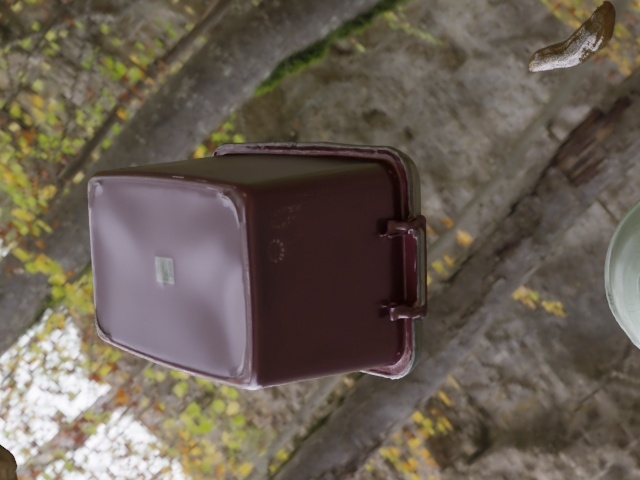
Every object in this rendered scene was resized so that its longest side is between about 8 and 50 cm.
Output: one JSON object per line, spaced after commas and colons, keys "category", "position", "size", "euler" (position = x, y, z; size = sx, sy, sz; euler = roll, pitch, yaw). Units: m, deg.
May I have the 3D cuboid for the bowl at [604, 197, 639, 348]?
{"category": "bowl", "position": [0.571, 0.062, 1.629], "size": [0.307, 0.307, 0.163], "euler": [49, -156, 6]}

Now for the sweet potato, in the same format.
{"category": "sweet potato", "position": [0.380, -0.288, 1.643], "size": [0.054, 0.182, 0.053], "euler": [20, -120, -27]}

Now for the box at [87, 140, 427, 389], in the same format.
{"category": "box", "position": [-0.065, 0.015, 0.917], "size": [0.167, 0.294, 0.194], "euler": [-6, -81, -40]}

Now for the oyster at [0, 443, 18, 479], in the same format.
{"category": "oyster", "position": [-0.209, 0.128, 0.503], "size": [0.201, 0.355, 0.107], "euler": [12, -173, 38]}
